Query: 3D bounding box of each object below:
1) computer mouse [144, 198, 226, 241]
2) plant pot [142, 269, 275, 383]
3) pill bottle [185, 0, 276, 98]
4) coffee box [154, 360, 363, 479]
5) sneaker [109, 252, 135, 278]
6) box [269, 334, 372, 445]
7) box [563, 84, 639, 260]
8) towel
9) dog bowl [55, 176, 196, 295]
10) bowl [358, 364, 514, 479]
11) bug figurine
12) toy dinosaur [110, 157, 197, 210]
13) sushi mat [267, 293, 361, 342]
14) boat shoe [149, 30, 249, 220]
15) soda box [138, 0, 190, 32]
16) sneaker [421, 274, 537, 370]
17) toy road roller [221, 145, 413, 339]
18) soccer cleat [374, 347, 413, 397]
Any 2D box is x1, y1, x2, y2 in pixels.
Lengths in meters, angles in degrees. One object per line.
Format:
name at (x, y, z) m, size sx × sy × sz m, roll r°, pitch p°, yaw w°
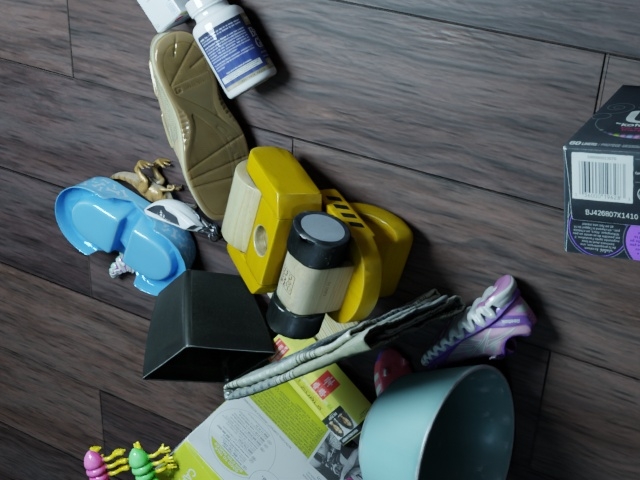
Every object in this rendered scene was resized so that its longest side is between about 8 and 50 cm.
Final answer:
computer mouse at (-0.239, -0.042, 1.803) m, size 0.192 × 0.106 × 0.042 m, roll 20°, pitch 98°, yaw 24°
plant pot at (-0.216, 0.157, 1.841) m, size 0.188 × 0.187 × 0.167 m, roll -35°, pitch 55°, yaw 47°
pill bottle at (-0.151, -0.328, 1.622) m, size 0.094 × 0.094 × 0.169 m, roll -23°, pitch 100°, yaw 39°
coffee box at (-0.123, 0.481, 1.869) m, size 0.338 × 0.334 × 0.338 m, roll 46°, pitch 129°, yaw 4°
sneaker at (-0.390, 0.059, 2.015) m, size 0.069 × 0.038 × 0.098 m, roll 41°, pitch 129°, yaw 9°
box at (0.000, 0.263, 1.827) m, size 0.232 × 0.058 × 0.087 m, roll 49°, pitch 141°, yaw 6°
box at (0.427, -0.093, 1.253) m, size 0.165 × 0.270 × 0.144 m, roll 8°, pitch 118°, yaw 30°
towel at (0.040, 0.163, 1.599) m, size 0.324 × 0.312 × 0.056 m, roll -25°, pitch 83°, yaw 36°
dog bowl at (-0.372, -0.014, 1.917) m, size 0.297 × 0.074 × 0.166 m, roll 32°, pitch 132°, yaw 5°
bowl at (0.179, 0.342, 1.629) m, size 0.163 × 0.311 × 0.312 m, roll 9°, pitch 119°, yaw 38°
bug figurine at (-0.328, 0.458, 1.732) m, size 0.279 × 0.072 × 0.216 m, roll -9°, pitch 105°, yaw 37°
toy dinosaur at (-0.333, -0.108, 1.876) m, size 0.211 × 0.064 × 0.112 m, roll 29°, pitch 128°, yaw 18°
sushi mat at (-0.047, 0.075, 1.813) m, size 0.151 × 0.019 × 0.317 m, roll -29°, pitch 97°, yaw 40°
boat shoe at (-0.212, -0.203, 1.730) m, size 0.110 × 0.121 × 0.341 m, roll 29°, pitch 137°, yaw 63°
soda box at (-0.290, -0.464, 1.655) m, size 0.069 × 0.074 × 0.216 m, roll -29°, pitch 96°, yaw 39°
sneaker at (0.262, 0.161, 1.614) m, size 0.104 × 0.095 × 0.236 m, roll 43°, pitch 129°, yaw -3°
toy road roller at (0.000, 0.000, 1.652) m, size 0.329 × 0.240 × 0.203 m, roll 52°, pitch 136°, yaw 42°
soccer cleat at (0.136, 0.311, 1.783) m, size 0.095 × 0.083 × 0.248 m, roll -1°, pitch 111°, yaw 56°
